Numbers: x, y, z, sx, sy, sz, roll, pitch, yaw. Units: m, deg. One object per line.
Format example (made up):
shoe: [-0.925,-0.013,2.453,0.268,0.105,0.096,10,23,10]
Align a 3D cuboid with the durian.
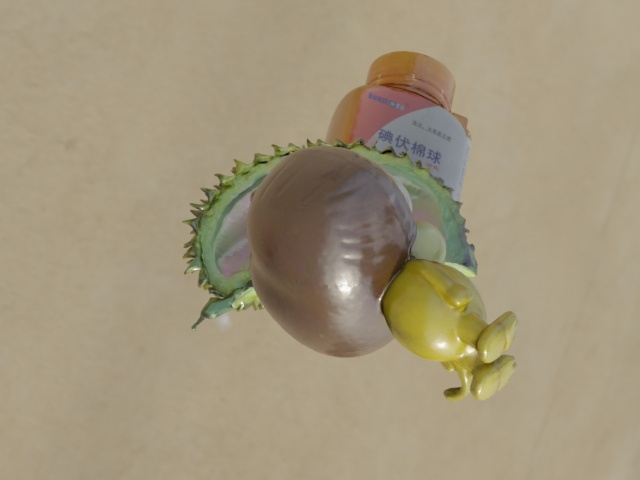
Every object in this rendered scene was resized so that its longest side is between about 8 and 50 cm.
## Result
durian: [-0.003,0.000,1.214,0.220,0.137,0.095,-7,157,-17]

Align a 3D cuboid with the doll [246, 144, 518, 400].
doll: [0.032,0.024,0.929,0.096,0.188,0.145,-42,171,-27]

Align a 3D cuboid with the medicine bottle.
medicine bottle: [0.080,-0.092,1.757,0.112,0.149,0.222,128,-19,-54]
